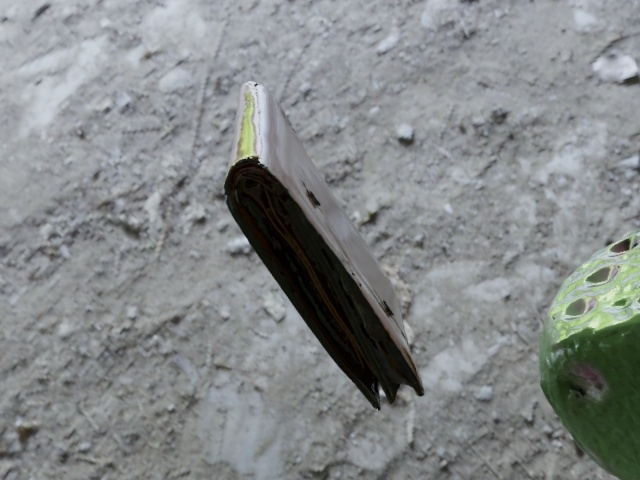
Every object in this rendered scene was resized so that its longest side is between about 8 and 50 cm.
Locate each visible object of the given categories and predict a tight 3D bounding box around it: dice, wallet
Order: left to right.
[{"bbox_3d":[-0.003,0.002,0.665,0.042,0.195,0.161,-30,22,9],"label":"wallet"},{"bbox_3d":[0.550,0.173,1.570,0.322,0.330,0.318,-45,14,-36],"label":"dice"}]
